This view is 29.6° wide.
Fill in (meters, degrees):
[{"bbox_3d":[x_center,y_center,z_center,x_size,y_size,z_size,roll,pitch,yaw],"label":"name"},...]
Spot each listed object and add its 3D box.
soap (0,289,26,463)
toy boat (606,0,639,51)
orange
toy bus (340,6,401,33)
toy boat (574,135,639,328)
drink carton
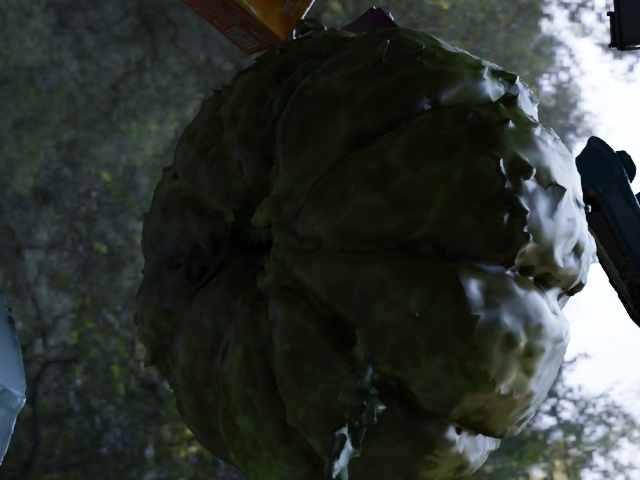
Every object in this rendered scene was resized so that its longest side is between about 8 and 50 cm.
[{"bbox_3d":[-0.207,0.115,0.512,0.231,0.091,0.145,-59,-152,8],"label":"soap"},{"bbox_3d":[0.336,-0.206,0.873,0.122,0.296,0.114,-162,-116,-69],"label":"toy boat"},{"bbox_3d":[0.021,0.019,0.752,0.301,0.223,0.300,10,-99,39],"label":"orange"},{"bbox_3d":[0.118,-0.180,1.522,0.274,0.090,0.112,50,-19,35],"label":"toy bus"},{"bbox_3d":[0.286,-0.005,1.061,0.223,0.097,0.100,53,8,-36],"label":"toy boat"},{"bbox_3d":[-0.104,-0.255,0.978,0.071,0.223,0.096,-4,-128,60],"label":"drink carton"}]
